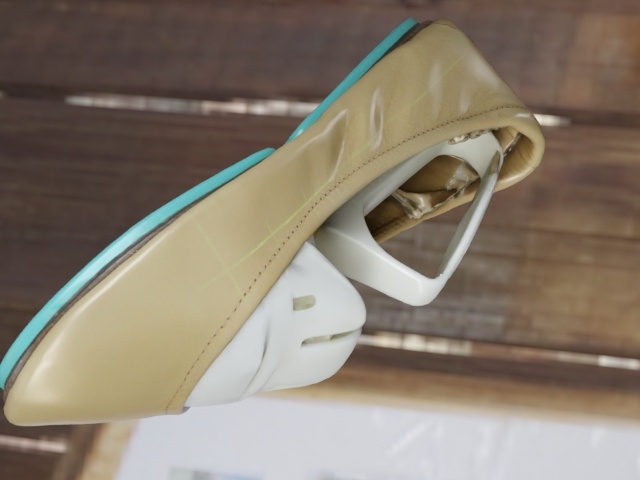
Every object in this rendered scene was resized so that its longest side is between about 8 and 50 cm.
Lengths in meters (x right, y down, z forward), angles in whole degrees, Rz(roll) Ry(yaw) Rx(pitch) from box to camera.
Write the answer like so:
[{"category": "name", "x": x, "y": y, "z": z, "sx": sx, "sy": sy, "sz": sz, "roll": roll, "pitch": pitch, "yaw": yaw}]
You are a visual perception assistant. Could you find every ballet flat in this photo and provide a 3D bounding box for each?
[{"category": "ballet flat", "x": 0.000, "y": 0.000, "z": 0.588, "sx": 0.232, "sy": 0.073, "sz": 0.080, "roll": -42, "pitch": 170, "yaw": -42}]
